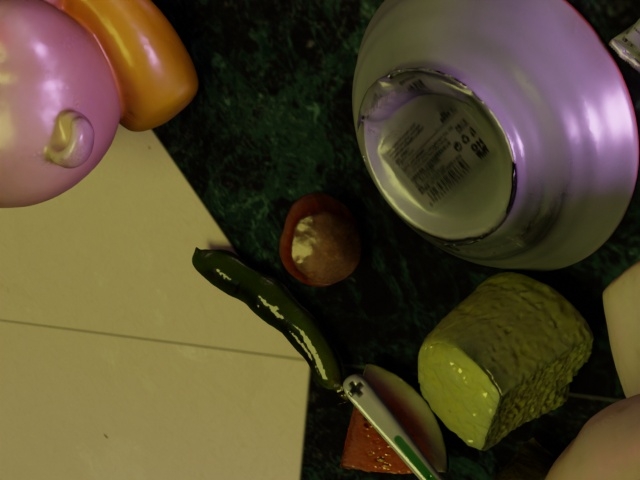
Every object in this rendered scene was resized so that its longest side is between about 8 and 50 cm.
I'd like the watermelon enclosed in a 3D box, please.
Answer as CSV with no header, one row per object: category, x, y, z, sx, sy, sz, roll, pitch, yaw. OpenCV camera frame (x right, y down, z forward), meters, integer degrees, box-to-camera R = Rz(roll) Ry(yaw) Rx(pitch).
watermelon,0.050,0.196,1.182,0.125,0.094,0.135,49,137,9

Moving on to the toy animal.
toy animal,-0.317,-0.150,1.172,0.345,0.247,0.277,-4,135,47

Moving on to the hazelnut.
hazelnut,0.000,0.000,1.126,0.086,0.086,0.086,25,130,32

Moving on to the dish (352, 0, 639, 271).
dish,0.108,-0.076,0.956,0.260,0.085,0.260,24,130,33

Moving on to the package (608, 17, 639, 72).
package,0.235,-0.155,0.832,0.037,0.015,0.110,43,140,8

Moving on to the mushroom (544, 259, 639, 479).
mushroom,0.283,0.161,0.745,0.353,0.325,0.353,11,110,32

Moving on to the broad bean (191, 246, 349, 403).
broad bean,-0.047,0.075,1.241,0.227,0.039,0.069,45,138,16

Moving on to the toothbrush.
toothbrush,0.119,0.236,1.105,0.304,0.030,0.030,50,140,17

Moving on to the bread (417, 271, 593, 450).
bread,0.146,0.093,1.006,0.111,0.114,0.129,37,144,29

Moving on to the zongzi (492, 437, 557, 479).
zongzi,0.243,0.278,1.057,0.187,0.084,0.184,22,139,41
